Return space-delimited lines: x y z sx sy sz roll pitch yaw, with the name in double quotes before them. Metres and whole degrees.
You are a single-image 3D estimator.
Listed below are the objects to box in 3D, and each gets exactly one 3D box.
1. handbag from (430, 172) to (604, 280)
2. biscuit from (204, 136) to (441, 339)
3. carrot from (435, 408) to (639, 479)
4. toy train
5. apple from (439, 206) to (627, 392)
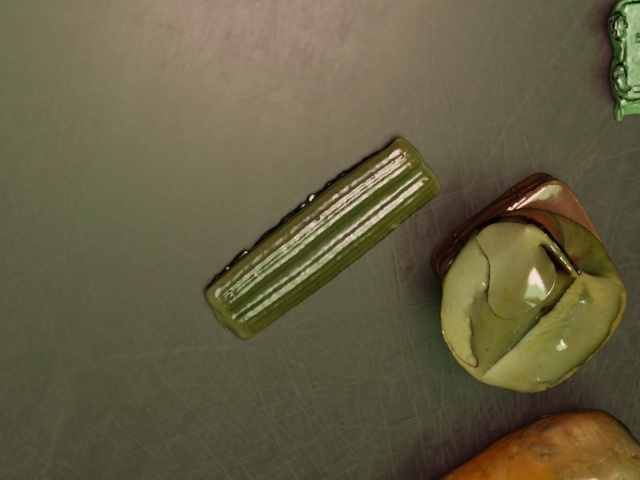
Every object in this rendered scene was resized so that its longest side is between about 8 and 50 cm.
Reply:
"handbag" 0.247 0.023 1.737 0.193 0.072 0.151 -36 105 0
"biscuit" 0.000 0.000 1.715 0.322 0.038 0.099 -37 108 1
"carrot" 0.253 0.356 1.735 0.341 0.224 0.224 -29 105 -1
"toy train" 0.392 -0.221 1.703 0.099 0.081 0.149 -9 98 -6
"apple" 0.240 0.065 1.625 0.207 0.174 0.188 31 117 -15
